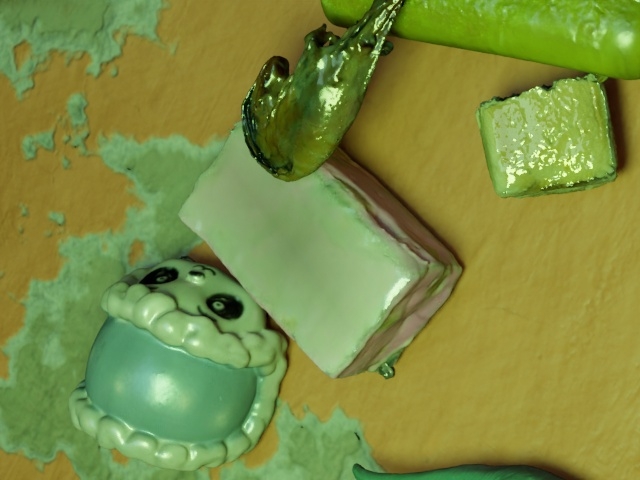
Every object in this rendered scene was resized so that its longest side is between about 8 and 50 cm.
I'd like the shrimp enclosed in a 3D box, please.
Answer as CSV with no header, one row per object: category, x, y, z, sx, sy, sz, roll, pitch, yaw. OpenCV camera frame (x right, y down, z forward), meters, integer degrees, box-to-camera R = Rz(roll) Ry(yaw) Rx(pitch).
shrimp,0.000,-0.173,1.800,0.117,0.066,0.262,37,113,21

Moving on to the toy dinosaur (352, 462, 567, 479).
toy dinosaur,0.252,0.246,1.761,0.331,0.129,0.383,-43,65,11

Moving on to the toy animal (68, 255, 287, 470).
toy animal,-0.154,0.122,1.971,0.208,0.156,0.204,25,104,26

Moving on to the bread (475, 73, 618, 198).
bread,0.210,-0.093,1.801,0.125,0.082,0.106,-11,91,13

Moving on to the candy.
candy,0.000,0.000,1.907,0.265,0.116,0.155,47,113,27

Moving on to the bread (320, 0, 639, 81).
bread,0.166,-0.252,1.793,0.383,0.112,0.166,15,62,32
